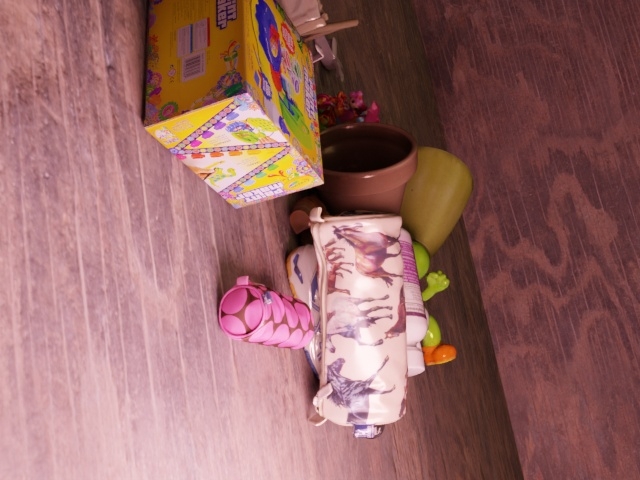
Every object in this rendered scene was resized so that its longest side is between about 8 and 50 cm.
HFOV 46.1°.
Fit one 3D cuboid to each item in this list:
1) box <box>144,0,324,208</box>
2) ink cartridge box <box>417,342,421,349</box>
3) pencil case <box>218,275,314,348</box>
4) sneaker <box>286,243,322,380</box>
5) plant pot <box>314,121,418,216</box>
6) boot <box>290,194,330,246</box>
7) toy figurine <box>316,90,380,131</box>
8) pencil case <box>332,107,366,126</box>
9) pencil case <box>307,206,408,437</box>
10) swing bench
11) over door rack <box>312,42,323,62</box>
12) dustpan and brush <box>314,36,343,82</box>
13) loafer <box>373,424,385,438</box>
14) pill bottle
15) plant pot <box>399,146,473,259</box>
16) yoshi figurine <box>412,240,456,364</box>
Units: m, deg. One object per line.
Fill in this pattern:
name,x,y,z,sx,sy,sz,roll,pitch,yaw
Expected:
box,-0.136,-0.255,1.245,0.279,0.177,0.289,45,35,-57
ink cartridge box,0.157,0.154,1.771,0.197,0.114,0.272,59,20,-78
pencil case,-0.082,0.124,1.238,0.209,0.095,0.098,34,44,-66
sneaker,0.029,0.147,1.469,0.112,0.131,0.296,-28,103,-72
plant pot,0.090,-0.116,1.723,0.263,0.263,0.229,-76,164,-55
boot,0.000,0.000,1.592,0.152,0.073,0.197,-57,132,-70
toy figurine,0.067,-0.320,1.881,0.130,0.159,0.173,-59,131,-64
pencil case,0.099,-0.248,2.008,0.104,0.105,0.236,-31,104,-70
pencil case,0.064,0.136,1.353,0.184,0.160,0.409,-8,101,-32
swing bench,-0.058,-0.598,1.755,0.255,0.165,0.253,-35,109,-64
over door rack,-0.142,-0.493,1.470,0.324,0.108,0.239,26,48,-38
dustpan and brush,0.032,-0.504,2.074,0.147,0.060,0.211,51,30,-49
loafer,0.099,0.317,1.608,0.078,0.076,0.223,89,-5,-58
pill bottle,0.131,0.133,1.572,0.169,0.169,0.301,34,44,-62
plant pot,0.291,-0.078,2.220,0.274,0.275,0.293,58,40,-40
yoshi figurine,0.233,0.152,1.946,0.204,0.203,0.361,-4,76,-64
